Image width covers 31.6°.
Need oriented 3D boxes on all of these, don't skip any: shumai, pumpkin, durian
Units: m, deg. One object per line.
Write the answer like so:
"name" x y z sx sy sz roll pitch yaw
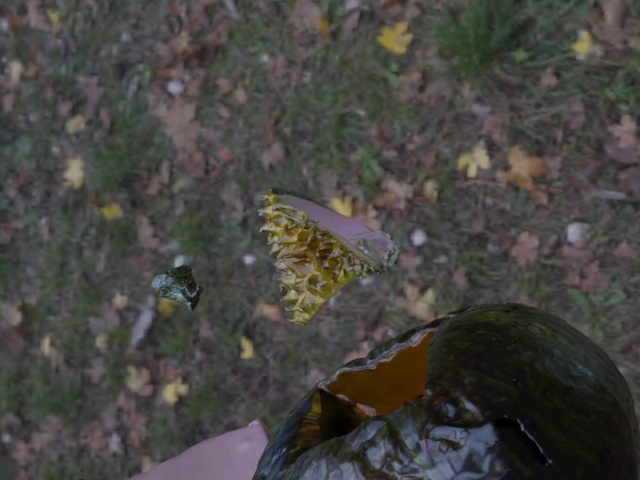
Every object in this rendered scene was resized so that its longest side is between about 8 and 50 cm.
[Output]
"shumai" -0.238 0.088 1.906 0.083 0.082 0.080 102 144 -80
"pumpkin" 0.084 0.181 0.840 0.192 0.320 0.320 53 143 -12
"durian" -0.009 -0.004 1.607 0.195 0.305 0.185 45 106 -3

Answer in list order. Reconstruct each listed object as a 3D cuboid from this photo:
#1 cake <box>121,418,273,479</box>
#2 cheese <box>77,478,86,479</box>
"cake" -0.105 0.436 1.385 0.306 0.314 0.293 65 173 -23
"cheese" -0.440 0.490 2.051 0.270 0.177 0.069 -58 -12 -85
